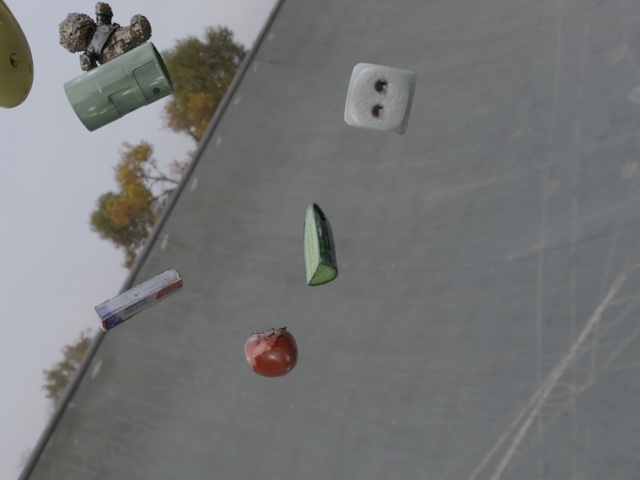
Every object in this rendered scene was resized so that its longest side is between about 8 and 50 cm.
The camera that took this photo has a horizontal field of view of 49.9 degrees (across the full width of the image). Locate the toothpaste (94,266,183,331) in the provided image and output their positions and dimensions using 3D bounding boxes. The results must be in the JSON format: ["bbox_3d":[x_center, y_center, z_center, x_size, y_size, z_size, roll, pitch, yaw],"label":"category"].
[{"bbox_3d":[-0.391,0.125,1.491,0.196,0.040,0.047,-29,-34,-29],"label":"toothpaste"}]

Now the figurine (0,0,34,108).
[{"bbox_3d":[-0.513,-0.292,0.891,0.222,0.324,0.124,-36,12,43],"label":"figurine"}]

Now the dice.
[{"bbox_3d":[0.181,-0.424,2.063,0.193,0.194,0.192,-57,-21,-78],"label":"dice"}]

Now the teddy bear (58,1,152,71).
[{"bbox_3d":[-0.555,-0.510,1.776,0.129,0.251,0.182,68,-137,-69],"label":"teddy bear"}]

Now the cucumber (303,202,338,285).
[{"bbox_3d":[0.000,0.000,1.685,0.115,0.063,0.244,114,157,-44],"label":"cucumber"}]

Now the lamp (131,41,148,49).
[{"bbox_3d":[-0.544,-0.549,2.033,0.101,0.101,0.250,-65,15,2],"label":"lamp"}]

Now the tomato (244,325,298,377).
[{"bbox_3d":[-0.143,0.334,2.048,0.167,0.167,0.167,-63,7,14],"label":"tomato"}]

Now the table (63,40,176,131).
[{"bbox_3d":[-0.457,-0.353,1.577,0.219,0.126,0.126,-25,7,-2],"label":"table"}]
